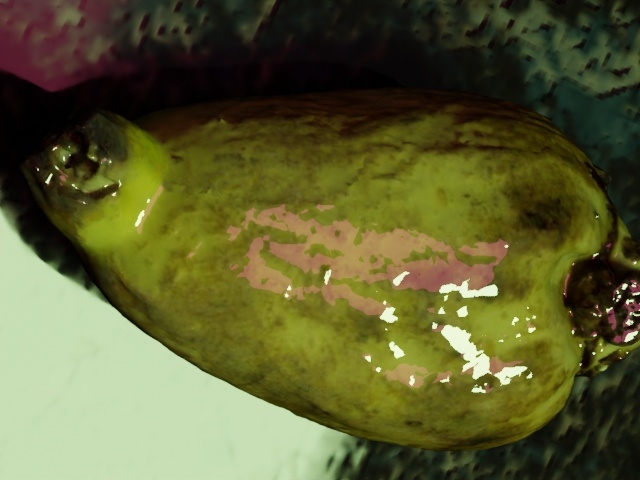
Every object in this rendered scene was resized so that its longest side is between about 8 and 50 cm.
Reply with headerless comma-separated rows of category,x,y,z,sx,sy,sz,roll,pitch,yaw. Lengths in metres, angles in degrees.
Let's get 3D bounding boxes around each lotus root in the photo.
lotus root,0.000,0.000,0.485,0.190,0.094,0.108,12,73,-20
